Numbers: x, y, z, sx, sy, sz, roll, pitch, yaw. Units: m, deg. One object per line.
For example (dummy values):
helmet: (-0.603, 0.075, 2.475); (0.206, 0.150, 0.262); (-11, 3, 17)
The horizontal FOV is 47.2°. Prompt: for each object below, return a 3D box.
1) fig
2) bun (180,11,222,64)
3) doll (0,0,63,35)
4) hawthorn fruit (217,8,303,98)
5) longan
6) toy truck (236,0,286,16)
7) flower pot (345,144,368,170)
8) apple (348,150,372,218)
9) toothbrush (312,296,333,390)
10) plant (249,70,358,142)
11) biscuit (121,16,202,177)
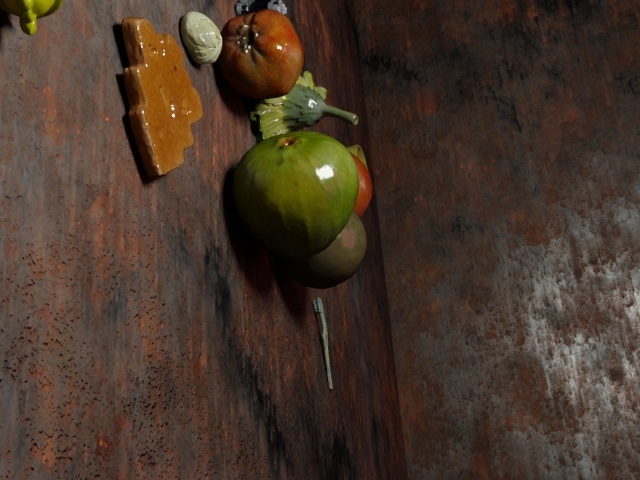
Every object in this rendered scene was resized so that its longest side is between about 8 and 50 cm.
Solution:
fig: (-0.055, -0.092, 1.701); (0.316, 0.316, 0.316); (-10, 90, -76)
bun: (-0.253, -0.442, 1.587); (0.115, 0.069, 0.115); (-12, 90, -77)
doll: (-0.381, -0.380, 0.974); (0.098, 0.135, 0.241); (22, 52, -40)
hawthorn fruit: (-0.129, -0.436, 1.781); (0.262, 0.210, 0.211); (21, 60, -67)
longan: (0.000, 0.000, 1.942); (0.258, 0.257, 0.258); (-10, 90, -76)
toy truck: (-0.159, -0.618, 2.023); (0.253, 0.114, 0.124); (-78, 168, -57)
flower pot: (0.065, -0.213, 2.479); (0.195, 0.179, 0.195); (-11, 90, -78)
apple: (0.023, -0.146, 2.124); (0.206, 0.251, 0.272); (-74, 164, -45)
toothbrush: (0.015, 0.315, 2.221); (0.026, 0.028, 0.295); (-34, 114, -74)
plant: (-0.067, -0.378, 1.980); (0.261, 0.297, 0.306); (50, 59, -20)
biscuit: (-0.295, -0.246, 1.334); (0.284, 0.043, 0.307); (60, 26, -57)
